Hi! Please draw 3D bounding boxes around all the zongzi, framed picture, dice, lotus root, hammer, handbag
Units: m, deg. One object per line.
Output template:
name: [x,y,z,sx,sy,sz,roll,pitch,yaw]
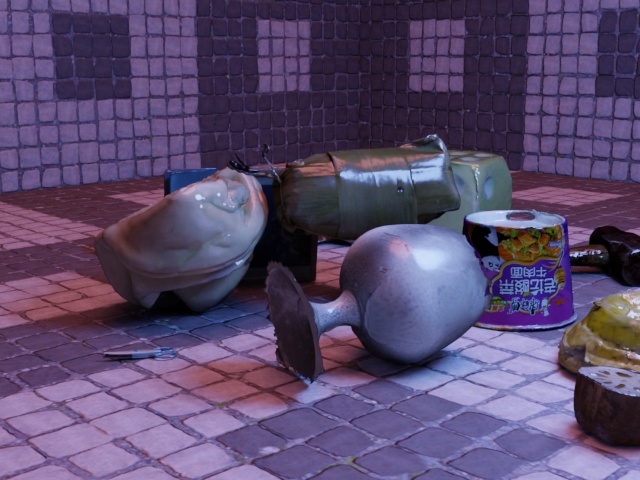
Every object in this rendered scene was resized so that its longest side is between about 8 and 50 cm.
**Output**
zongzi: [0.011,-0.073,1.800,0.447,0.181,0.418,-4,-10,-17]
framed picture: [-0.102,-0.030,1.899,0.209,0.281,0.019,-4,30,-11]
dice: [0.329,-0.093,2.242,0.252,0.250,0.254,6,14,30]
lotus root: [0.396,0.213,1.157,0.112,0.081,0.122,-3,11,-21]
hammer: [0.535,0.036,2.013,0.408,0.095,0.242,-2,12,1]
handbag: [-0.318,-0.070,2.223,0.144,0.221,0.057,-4,13,-26]

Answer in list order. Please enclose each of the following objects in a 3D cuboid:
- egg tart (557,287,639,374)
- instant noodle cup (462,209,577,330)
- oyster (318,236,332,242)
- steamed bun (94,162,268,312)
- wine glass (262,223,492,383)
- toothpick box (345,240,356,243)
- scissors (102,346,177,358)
egg tart: [0.513,0.151,1.383,0.290,0.115,0.290,-2,11,0]
instant noodle cup: [0.368,0.048,1.695,0.251,0.190,0.251,-1,12,0]
oyster: [-0.001,0.001,2.371,0.054,0.019,0.083,7,11,26]
steamed bun: [-0.246,0.018,1.728,0.346,0.237,0.394,-29,7,-18]
wine glass: [0.090,0.094,1.403,0.323,0.238,0.238,-17,18,-24]
toothpick box: [0.076,-0.104,2.463,0.229,0.229,0.316,-3,10,-12]
scissors: [-0.299,0.188,1.467,0.119,0.014,0.058,-1,10,-19]
